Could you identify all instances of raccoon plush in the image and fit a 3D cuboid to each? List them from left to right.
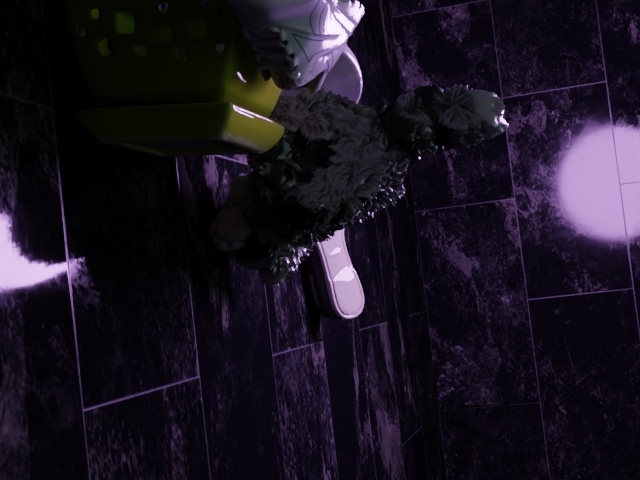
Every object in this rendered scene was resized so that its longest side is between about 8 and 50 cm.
[{"bbox_3d":[0.048,-0.063,1.513,0.299,0.446,0.216,107,-22,-63],"label":"raccoon plush"}]

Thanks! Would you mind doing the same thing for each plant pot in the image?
[{"bbox_3d":[-0.164,-0.213,1.212,0.227,0.228,0.207,6,84,-74],"label":"plant pot"}]

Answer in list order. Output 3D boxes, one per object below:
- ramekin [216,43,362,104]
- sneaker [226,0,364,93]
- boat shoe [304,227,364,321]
[{"bbox_3d":[-0.080,-0.253,1.479,0.273,0.272,0.127,57,18,-59],"label":"ramekin"},{"bbox_3d":[-0.031,-0.235,1.107,0.297,0.111,0.129,6,102,-69],"label":"sneaker"},{"bbox_3d":[0.000,0.000,1.997,0.112,0.095,0.335,-14,94,-39],"label":"boat shoe"}]
